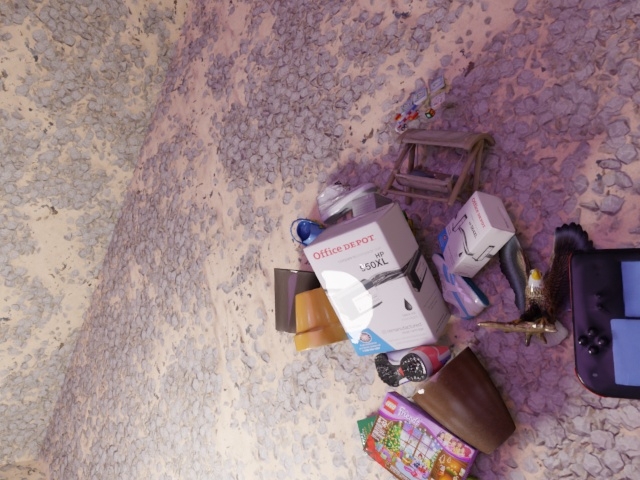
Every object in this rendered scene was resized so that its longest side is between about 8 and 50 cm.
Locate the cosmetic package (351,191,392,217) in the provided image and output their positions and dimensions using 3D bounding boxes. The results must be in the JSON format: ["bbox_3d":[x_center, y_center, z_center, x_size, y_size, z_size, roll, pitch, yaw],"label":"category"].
[{"bbox_3d":[0.191,-0.028,1.643,0.107,0.127,0.238,-17,68,37],"label":"cosmetic package"}]

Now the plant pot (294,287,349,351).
[{"bbox_3d":[-0.004,0.264,1.674,0.205,0.205,0.188,-22,77,35],"label":"plant pot"}]

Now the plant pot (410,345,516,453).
[{"bbox_3d":[0.402,0.446,1.326,0.230,0.215,0.215,49,113,21],"label":"plant pot"}]

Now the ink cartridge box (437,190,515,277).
[{"bbox_3d":[0.435,-0.016,1.389,0.148,0.085,0.203,-96,26,-43],"label":"ink cartridge box"}]

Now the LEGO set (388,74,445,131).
[{"bbox_3d":[0.316,-0.446,1.593,0.182,0.060,0.244,-30,29,33],"label":"LEGO set"}]

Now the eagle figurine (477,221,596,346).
[{"bbox_3d":[0.571,0.111,1.279,0.226,0.225,0.298,23,60,3],"label":"eagle figurine"}]

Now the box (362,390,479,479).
[{"bbox_3d":[0.280,0.597,1.402,0.293,0.057,0.201,25,95,37],"label":"box"}]

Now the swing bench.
[{"bbox_3d":[0.361,-0.229,1.514,0.253,0.165,0.255,15,90,42],"label":"swing bench"}]

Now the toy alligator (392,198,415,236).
[{"bbox_3d":[0.269,-0.065,1.588,0.056,0.190,0.051,-7,33,23],"label":"toy alligator"}]

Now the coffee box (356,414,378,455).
[{"bbox_3d":[0.207,0.606,1.548,0.184,0.040,0.113,-29,65,32],"label":"coffee box"}]

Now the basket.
[{"bbox_3d":[-0.092,0.224,1.820,0.204,0.154,0.227,3,87,33],"label":"basket"}]

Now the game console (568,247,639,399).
[{"bbox_3d":[0.772,0.182,1.085,0.386,0.060,0.342,-2,80,25],"label":"game console"}]

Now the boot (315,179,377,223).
[{"bbox_3d":[0.082,-0.173,1.784,0.258,0.095,0.124,-33,68,32],"label":"boot"}]

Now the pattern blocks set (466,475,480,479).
[{"bbox_3d":[0.328,0.729,1.401,0.285,0.026,0.325,-31,69,28],"label":"pattern blocks set"}]

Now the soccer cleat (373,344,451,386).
[{"bbox_3d":[0.269,0.373,1.482,0.109,0.116,0.318,69,155,10],"label":"soccer cleat"}]

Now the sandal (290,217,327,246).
[{"bbox_3d":[0.000,0.000,1.794,0.317,0.138,0.126,23,94,39],"label":"sandal"}]

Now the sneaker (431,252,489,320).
[{"bbox_3d":[0.395,0.130,1.461,0.092,0.087,0.229,-50,51,25],"label":"sneaker"}]

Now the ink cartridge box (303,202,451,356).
[{"bbox_3d":[0.170,0.124,1.482,0.285,0.166,0.395,-21,101,36],"label":"ink cartridge box"}]
